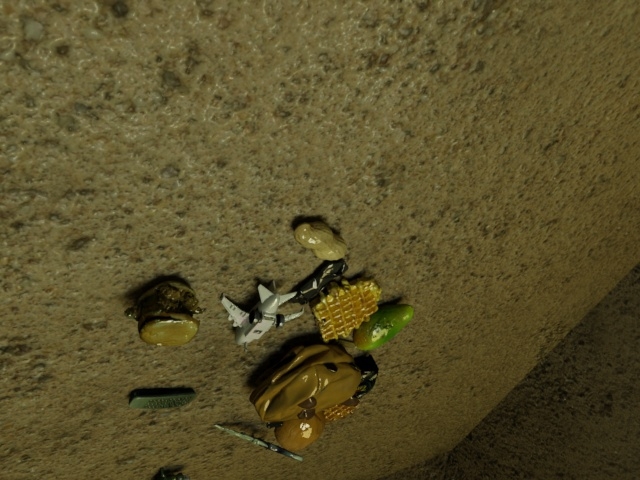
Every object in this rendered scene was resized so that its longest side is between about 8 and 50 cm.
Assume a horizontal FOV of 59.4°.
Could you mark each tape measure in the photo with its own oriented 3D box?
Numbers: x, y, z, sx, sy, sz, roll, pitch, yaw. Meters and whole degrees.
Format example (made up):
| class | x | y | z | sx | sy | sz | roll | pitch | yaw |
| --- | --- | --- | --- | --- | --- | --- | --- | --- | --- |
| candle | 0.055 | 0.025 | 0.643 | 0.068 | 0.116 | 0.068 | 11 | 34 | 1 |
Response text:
| class | x | y | z | sx | sy | sz | roll | pitch | yaw |
| --- | --- | --- | --- | --- | --- | --- | --- | --- | --- |
| tape measure | 0.116 | 0.530 | 2.147 | 0.199 | 0.112 | 0.186 | -7 | 133 | -21 |

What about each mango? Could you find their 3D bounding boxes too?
| class | x | y | z | sx | sy | sz | roll | pitch | yaw |
| --- | --- | --- | --- | --- | --- | --- | --- | --- | --- |
| mango | 0.209 | 0.283 | 1.903 | 0.232 | 0.111 | 0.125 | -34 | 150 | 4 |

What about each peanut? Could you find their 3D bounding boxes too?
| class | x | y | z | sx | sy | sz | roll | pitch | yaw |
| --- | --- | --- | --- | --- | --- | --- | --- | --- | --- |
| peanut | 0.000 | 0.000 | 1.428 | 0.082 | 0.082 | 0.187 | -38 | 144 | 12 |

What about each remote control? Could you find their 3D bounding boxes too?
| class | x | y | z | sx | sy | sz | roll | pitch | yaw |
| --- | --- | --- | --- | --- | --- | --- | --- | --- | --- |
| remote control | -0.480 | 0.483 | 1.715 | 0.222 | 0.042 | 0.072 | 15 | 126 | -47 |

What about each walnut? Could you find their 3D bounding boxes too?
| class | x | y | z | sx | sy | sz | roll | pitch | yaw |
| --- | --- | --- | --- | --- | --- | --- | --- | --- | --- |
| walnut | -0.083 | 0.702 | 2.156 | 0.193 | 0.193 | 0.226 | -5 | 150 | -31 |

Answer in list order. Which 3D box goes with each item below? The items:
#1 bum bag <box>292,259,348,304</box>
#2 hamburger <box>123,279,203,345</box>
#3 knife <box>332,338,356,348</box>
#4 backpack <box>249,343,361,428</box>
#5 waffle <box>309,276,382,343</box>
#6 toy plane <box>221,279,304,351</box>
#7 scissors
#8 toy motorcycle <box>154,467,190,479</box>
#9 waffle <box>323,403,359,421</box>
| class | x | y | z | sx | sy | sz | roll | pitch | yaw |
| --- | --- | --- | --- | --- | --- | --- | --- | --- | --- |
| bum bag | -0.004 | 0.125 | 1.604 | 0.197 | 0.049 | 0.087 | -41 | 149 | 14 |
| hamburger | -0.375 | 0.172 | 1.336 | 0.184 | 0.131 | 0.159 | 6 | 141 | -31 |
| knife | 0.142 | 0.381 | 2.057 | 0.047 | 0.017 | 0.297 | -47 | 142 | 16 |
| backpack | -0.049 | 0.493 | 1.895 | 0.378 | 0.201 | 0.353 | -42 | 146 | 26 |
| waffle | 0.065 | 0.214 | 1.755 | 0.283 | 0.065 | 0.309 | 6 | 130 | -41 |
| toy plane | -0.175 | 0.220 | 1.555 | 0.251 | 0.101 | 0.255 | 15 | 126 | -31 |
| scissors | -0.251 | 0.763 | 2.143 | 0.383 | 0.256 | 0.029 | 43 | 61 | -44 |
| toy motorcycle | -0.624 | 0.999 | 2.122 | 0.275 | 0.205 | 0.127 | -20 | 143 | -4 |
| waffle | 0.059 | 0.698 | 2.372 | 0.237 | 0.059 | 0.243 | -9 | 138 | -22 |
